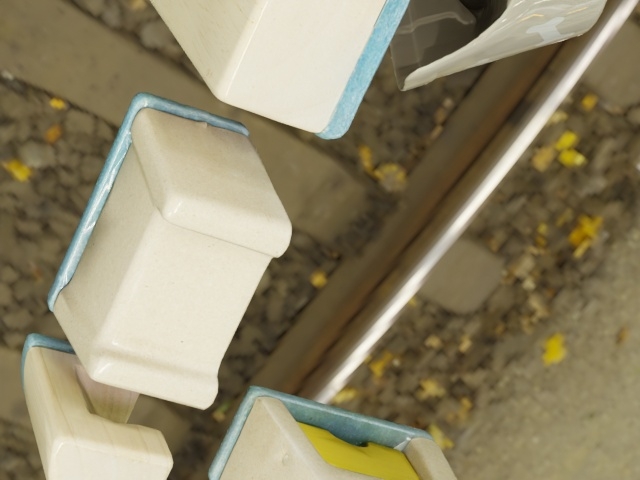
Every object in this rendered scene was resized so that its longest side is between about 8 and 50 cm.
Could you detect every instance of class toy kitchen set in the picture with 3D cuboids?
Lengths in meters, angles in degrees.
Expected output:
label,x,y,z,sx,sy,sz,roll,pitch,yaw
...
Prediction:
label,x,y,z,sx,sy,sz,roll,pitch,yaw
toy kitchen set,0.000,0.000,0.533,0.166,0.122,0.207,17,110,-27

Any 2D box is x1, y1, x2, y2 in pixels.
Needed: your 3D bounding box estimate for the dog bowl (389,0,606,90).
label,x,y,z,sx,sy,sz,roll,pitch,yaw
dog bowl,0.073,-0.250,0.759,0.102,0.349,0.349,-4,133,1
